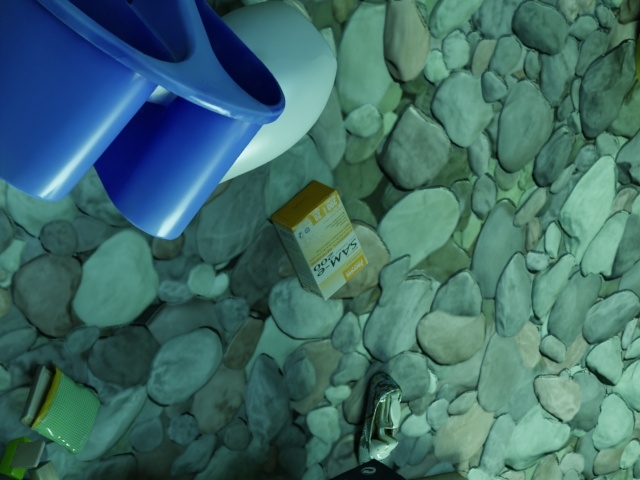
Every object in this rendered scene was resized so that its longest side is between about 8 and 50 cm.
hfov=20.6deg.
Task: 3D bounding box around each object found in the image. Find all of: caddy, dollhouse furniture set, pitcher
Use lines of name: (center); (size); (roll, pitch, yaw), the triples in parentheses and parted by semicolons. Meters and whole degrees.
caddy: (-0.171, -0.159, 1.289); (0.241, 0.341, 0.179); (20, 111, -45)
dollhouse furniture set: (-0.224, 0.181, 1.523); (0.076, 0.059, 0.151); (37, 56, -37)
pitcher: (-0.082, -0.115, 1.492); (0.207, 0.125, 0.178); (-45, 176, -13)

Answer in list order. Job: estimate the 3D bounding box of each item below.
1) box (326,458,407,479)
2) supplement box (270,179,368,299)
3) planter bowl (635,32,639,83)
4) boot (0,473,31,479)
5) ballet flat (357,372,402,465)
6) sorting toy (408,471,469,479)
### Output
box: (-0.010, 0.408, 1.651); (0.294, 0.183, 0.296); (-20, 121, -30)
supplement box: (0.000, 0.000, 1.700); (0.062, 0.036, 0.098); (-41, 131, -20)
planter bowl: (0.412, -0.206, 1.938); (0.217, 0.090, 0.217); (-17, 118, -36)
boot: (-0.318, 0.302, 1.509); (0.161, 0.083, 0.246); (30, 68, -41)
ballet flat: (0.064, 0.197, 1.841); (0.041, 0.041, 0.114); (-8, 113, -39)
sorting toy: (0.065, 0.398, 1.894); (0.255, 0.089, 0.257); (-3, 110, -41)
